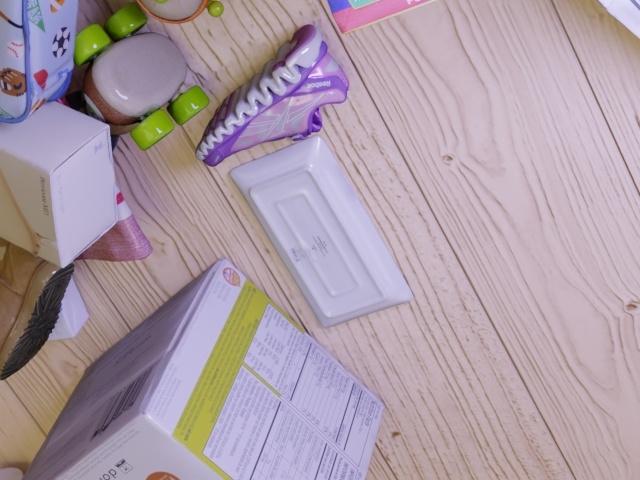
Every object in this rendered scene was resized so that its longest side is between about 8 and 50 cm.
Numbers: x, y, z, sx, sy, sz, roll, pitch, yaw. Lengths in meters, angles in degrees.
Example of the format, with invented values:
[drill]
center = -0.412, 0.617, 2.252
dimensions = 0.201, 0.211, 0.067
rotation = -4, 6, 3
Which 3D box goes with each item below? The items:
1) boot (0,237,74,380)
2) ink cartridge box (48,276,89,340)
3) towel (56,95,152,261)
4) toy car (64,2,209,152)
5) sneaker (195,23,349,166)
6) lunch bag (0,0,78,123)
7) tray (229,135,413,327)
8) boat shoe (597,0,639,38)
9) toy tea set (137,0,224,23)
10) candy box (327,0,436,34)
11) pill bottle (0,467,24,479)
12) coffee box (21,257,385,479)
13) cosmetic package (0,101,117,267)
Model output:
[boot]
center = -0.471, 0.026, 1.745
dimensions = 0.269, 0.089, 0.236
rotation = 39, 119, 14
[ink cartridge box]
center = -0.438, 0.092, 1.837
dimensions = 0.180, 0.060, 0.104
rotation = -8, 118, 19
[towel]
center = -0.371, -0.108, 1.654
dimensions = 0.237, 0.037, 0.329
rotation = -3, 124, 43
[toy car]
center = -0.262, -0.171, 1.585
dimensions = 0.188, 0.149, 0.155
rotation = -32, 97, 42
[sneaker]
center = -0.056, -0.154, 1.567
dimensions = 0.104, 0.095, 0.236
rotation = 40, 122, -21
[lunch bag]
center = -0.394, -0.295, 1.428
dimensions = 0.243, 0.115, 0.303
rotation = 20, 125, 17
[tray]
center = 0.000, 0.000, 1.683
dimensions = 0.145, 0.030, 0.270
rotation = -19, 115, 26
[boat shoe]
center = 0.345, -0.274, 1.333
dimensions = 0.301, 0.108, 0.102
rotation = 31, 117, -36
[toy tea set]
center = -0.262, -0.351, 1.469
dimensions = 0.335, 0.124, 0.200
rotation = 3, 122, 13
[candy box]
center = 0.146, -0.353, 1.245
dimensions = 0.268, 0.317, 0.122
rotation = -15, 117, 23
[pill bottle]
center = -0.481, 0.459, 2.056
dimensions = 0.103, 0.103, 0.184
rotation = -7, 120, 18
[coffee box]
center = -0.163, 0.306, 1.734
dimensions = 0.334, 0.338, 0.337
rotation = 43, 122, -15
[cosmetic package]
center = -0.407, -0.109, 1.571
dimensions = 0.309, 0.113, 0.160
rotation = 24, 136, 23
